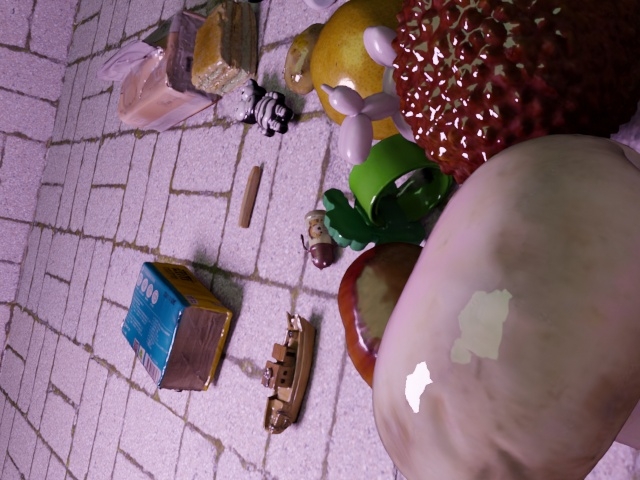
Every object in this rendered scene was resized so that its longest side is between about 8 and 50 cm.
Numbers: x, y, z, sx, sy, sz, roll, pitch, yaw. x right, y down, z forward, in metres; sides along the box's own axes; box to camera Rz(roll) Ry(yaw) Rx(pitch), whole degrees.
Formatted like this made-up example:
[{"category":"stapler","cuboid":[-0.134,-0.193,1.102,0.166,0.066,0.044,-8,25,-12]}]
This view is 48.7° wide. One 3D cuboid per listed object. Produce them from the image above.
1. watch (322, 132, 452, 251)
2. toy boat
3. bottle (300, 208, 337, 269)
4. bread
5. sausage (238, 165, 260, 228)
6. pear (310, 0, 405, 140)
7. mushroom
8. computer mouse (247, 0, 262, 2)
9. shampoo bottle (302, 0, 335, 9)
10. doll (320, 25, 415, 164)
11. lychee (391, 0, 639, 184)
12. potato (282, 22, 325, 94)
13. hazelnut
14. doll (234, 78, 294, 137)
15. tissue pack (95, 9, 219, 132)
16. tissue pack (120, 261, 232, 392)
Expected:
[{"category":"watch","cuboid":[0.097,-0.066,0.985,0.131,0.165,0.152,63,146,33]},{"category":"toy boat","cuboid":[-0.061,0.222,1.192,0.064,0.072,0.205,8,87,53]},{"category":"bottle","cuboid":[0.001,-0.001,1.198,0.063,0.047,0.101,-25,60,36]},{"category":"bread","cuboid":[-0.217,-0.437,1.592,0.138,0.102,0.196,-18,64,48]},{"category":"sausage","cuboid":[-0.146,-0.089,1.450,0.024,0.024,0.132,15,93,55]},{"category":"pear","cuboid":[0.089,-0.244,1.020,0.209,0.209,0.208,-22,62,50]},{"category":"mushroom","cuboid":[0.210,0.078,0.654,0.325,0.353,0.352,33,107,67]},{"category":"computer mouse","cuboid":[-0.121,-0.626,1.522,0.233,0.096,0.137,-49,44,32]},{"category":"shampoo bottle","cuboid":[-0.031,-0.512,1.379,0.074,0.074,0.192,-61,39,22]},{"category":"doll","cuboid":[0.082,-0.191,0.898,0.059,0.161,0.159,-136,28,-67]},{"category":"lychee","cuboid":[0.216,-0.190,0.780,0.276,0.304,0.275,-29,29,18]},{"category":"potato","cuboid":[-0.023,-0.340,1.318,0.091,0.070,0.137,38,110,51]},{"category":"hazelnut","cuboid":[0.118,0.104,0.906,0.186,0.210,0.210,-33,50,14]},{"category":"doll","cuboid":[-0.120,-0.268,1.433,0.219,0.067,0.091,39,116,54]},{"category":"tissue pack","cuboid":[-0.402,-0.420,1.736,0.306,0.239,0.238,-10,71,52]},{"category":"tissue pack","cuboid":[-0.304,0.175,1.489,0.271,0.134,0.192,34,106,53]}]
